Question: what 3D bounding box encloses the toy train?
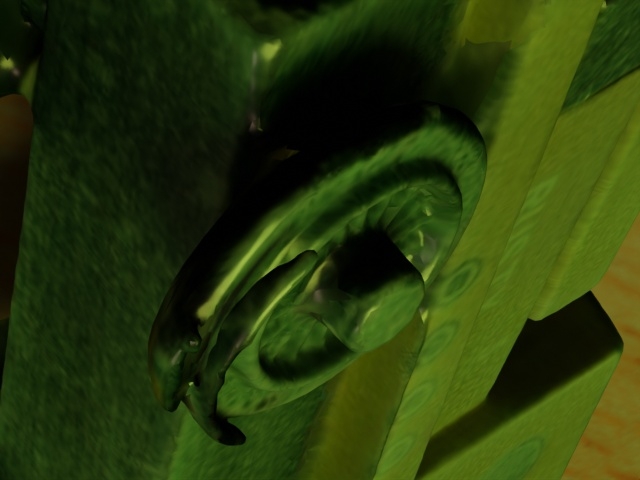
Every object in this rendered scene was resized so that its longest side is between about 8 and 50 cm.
[{"bbox_3d":[0.000,0.000,0.590,0.253,0.160,0.397,-29,153,-32],"label":"toy train"}]
